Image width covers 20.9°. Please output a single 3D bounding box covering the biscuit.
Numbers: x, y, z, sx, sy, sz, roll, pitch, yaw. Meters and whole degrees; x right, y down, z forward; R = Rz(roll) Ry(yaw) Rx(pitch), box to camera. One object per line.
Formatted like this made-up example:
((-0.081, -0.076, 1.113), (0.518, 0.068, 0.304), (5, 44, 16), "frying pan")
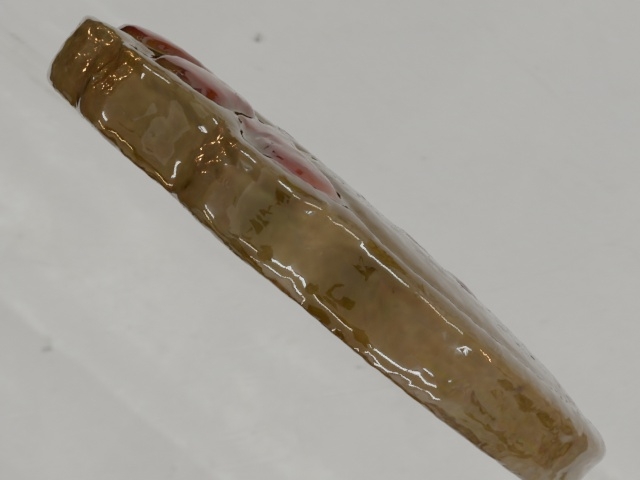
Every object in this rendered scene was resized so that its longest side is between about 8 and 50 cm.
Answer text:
((0.000, 0.000, 0.975), (0.074, 0.359, 0.381), (-47, 44, 2), "biscuit")
